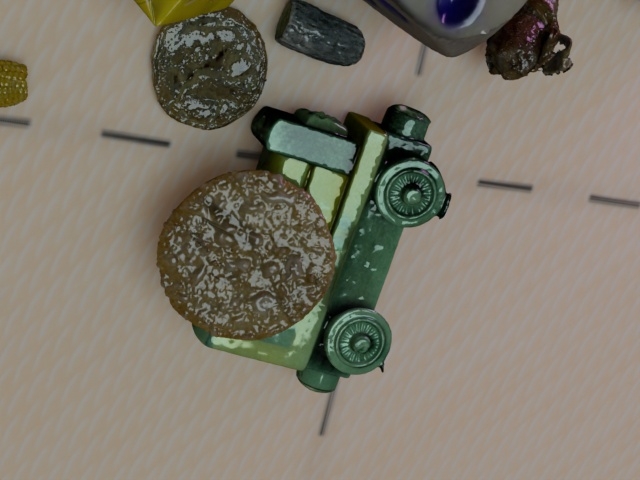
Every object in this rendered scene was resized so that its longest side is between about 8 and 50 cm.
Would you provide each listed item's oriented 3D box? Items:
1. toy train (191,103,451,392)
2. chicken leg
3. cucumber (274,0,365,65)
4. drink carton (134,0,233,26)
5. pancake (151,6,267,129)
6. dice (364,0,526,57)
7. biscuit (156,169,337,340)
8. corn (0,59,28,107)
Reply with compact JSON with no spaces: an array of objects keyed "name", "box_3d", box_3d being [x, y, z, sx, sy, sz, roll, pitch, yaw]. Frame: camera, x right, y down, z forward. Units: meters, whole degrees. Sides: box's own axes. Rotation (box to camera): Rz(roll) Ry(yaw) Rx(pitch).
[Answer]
[{"name":"toy train","box_3d":[0.000,0.000,1.723,0.253,0.160,0.397,16,103,-15]},{"name":"chicken leg","box_3d":[0.276,-0.288,1.733,0.080,0.125,0.196,40,54,-39]},{"name":"cucumber","box_3d":[0.001,-0.255,1.671,0.112,0.064,0.064,18,103,-24]},{"name":"drink carton","box_3d":[-0.071,-0.388,1.448,0.351,0.154,0.111,-40,85,34]},{"name":"pancake","box_3d":[-0.138,-0.214,1.659,0.158,0.028,0.158,-5,111,-14]},{"name":"dice","box_3d":[0.130,-0.389,1.559,0.243,0.251,0.259,34,97,-26]},{"name":"biscuit","box_3d":[-0.090,0.019,1.632,0.220,0.033,0.220,-1,103,-5]},{"name":"corn","box_3d":[-0.439,-0.174,1.547,0.206,0.067,0.067,-7,112,-20]}]
